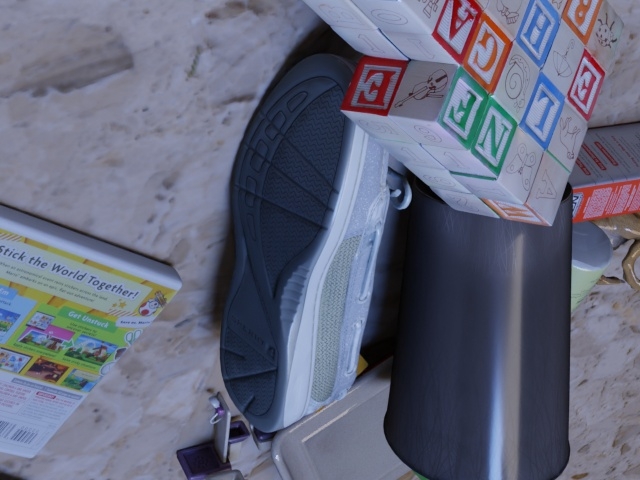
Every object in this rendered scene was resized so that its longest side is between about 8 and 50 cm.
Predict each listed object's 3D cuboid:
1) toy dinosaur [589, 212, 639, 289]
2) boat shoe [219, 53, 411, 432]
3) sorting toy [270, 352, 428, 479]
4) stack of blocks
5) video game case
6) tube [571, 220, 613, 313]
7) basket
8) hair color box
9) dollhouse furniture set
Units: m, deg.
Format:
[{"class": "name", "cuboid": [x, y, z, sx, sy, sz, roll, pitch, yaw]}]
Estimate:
[{"class": "toy dinosaur", "cuboid": [0.266, -0.012, 1.463, 0.212, 0.064, 0.112, -6, 102, -23]}, {"class": "boat shoe", "cuboid": [0.001, 0.002, 1.231, 0.103, 0.118, 0.320, -14, 127, -36]}, {"class": "sorting toy", "cuboid": [0.042, 0.170, 1.491, 0.196, 0.047, 0.347, -36, 143, -13]}, {"class": "stack of blocks", "cuboid": [0.087, -0.149, 1.098, 0.297, 0.087, 0.171, 37, 70, -49]}, {"class": "video game case", "cuboid": [-0.247, 0.069, 1.214, 0.227, 0.026, 0.206, 23, 116, -45]}, {"class": "tube", "cuboid": [0.190, 0.075, 1.467, 0.070, 0.062, 0.240, 7, 139, -18]}, {"class": "basket", "cuboid": [0.134, 0.059, 1.321, 0.154, 0.204, 0.226, -1, 111, -7]}, {"class": "hair color box", "cuboid": [0.244, -0.059, 1.373, 0.141, 0.072, 0.043, -8, 135, -26]}, {"class": "dollhouse furniture set", "cuboid": [-0.062, 0.186, 1.391, 0.091, 0.114, 0.081, -11, 132, -22]}]
